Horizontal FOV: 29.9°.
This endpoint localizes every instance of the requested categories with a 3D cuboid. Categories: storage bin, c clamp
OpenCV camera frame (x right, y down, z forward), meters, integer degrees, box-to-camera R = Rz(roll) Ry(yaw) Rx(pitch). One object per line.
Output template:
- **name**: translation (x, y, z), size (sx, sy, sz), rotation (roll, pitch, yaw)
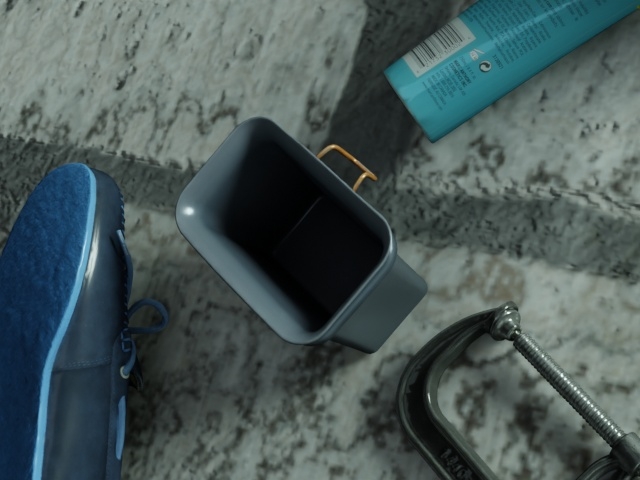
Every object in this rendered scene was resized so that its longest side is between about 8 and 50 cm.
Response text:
- **storage bin**: translation (0.000, 0.000, 0.692), size (0.098, 0.091, 0.135), rotation (-50, 57, 4)
- **c clamp**: translation (0.119, 0.093, 0.638), size (0.160, 0.022, 0.137), rotation (41, 99, 32)

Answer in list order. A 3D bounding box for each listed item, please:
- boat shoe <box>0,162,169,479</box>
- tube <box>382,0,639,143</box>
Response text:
- **boat shoe**: translation (-0.160, 0.083, 0.758), size (0.109, 0.089, 0.258), rotation (1, 77, 43)
- **tube**: translation (0.134, -0.137, 0.697), size (0.207, 0.052, 0.080), rotation (-35, 65, 8)
